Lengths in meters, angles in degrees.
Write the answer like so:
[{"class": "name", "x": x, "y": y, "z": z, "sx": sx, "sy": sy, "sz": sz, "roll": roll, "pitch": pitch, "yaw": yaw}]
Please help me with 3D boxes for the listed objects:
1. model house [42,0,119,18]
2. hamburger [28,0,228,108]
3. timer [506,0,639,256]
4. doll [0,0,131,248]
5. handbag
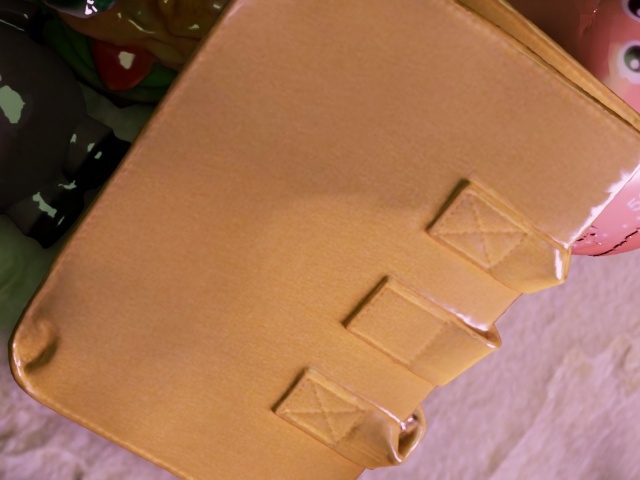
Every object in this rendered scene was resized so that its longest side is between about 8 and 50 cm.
[{"class": "model house", "x": -0.174, "y": -0.452, "z": 0.788, "sx": 0.445, "sy": 0.400, "sz": 0.395, "roll": -44, "pitch": 48, "yaw": -4}, {"class": "hamburger", "x": -0.112, "y": -0.217, "z": 0.994, "sx": 0.237, "sy": 0.149, "sz": 0.237, "roll": 3, "pitch": 78, "yaw": -16}, {"class": "timer", "x": 0.199, "y": -0.104, "z": 1.005, "sx": 0.215, "sy": 0.229, "sz": 0.230, "roll": 19, "pitch": 72, "yaw": -42}, {"class": "doll", "x": -0.267, "y": -0.106, "z": 0.943, "sx": 0.257, "sy": 0.117, "sz": 0.182, "roll": 39, "pitch": 91, "yaw": -9}, {"class": "handbag", "x": 0.000, "y": 0.000, "z": 0.897, "sx": 0.283, "sy": 0.133, "sz": 0.401, "roll": 36, "pitch": 113, "yaw": -6}]
